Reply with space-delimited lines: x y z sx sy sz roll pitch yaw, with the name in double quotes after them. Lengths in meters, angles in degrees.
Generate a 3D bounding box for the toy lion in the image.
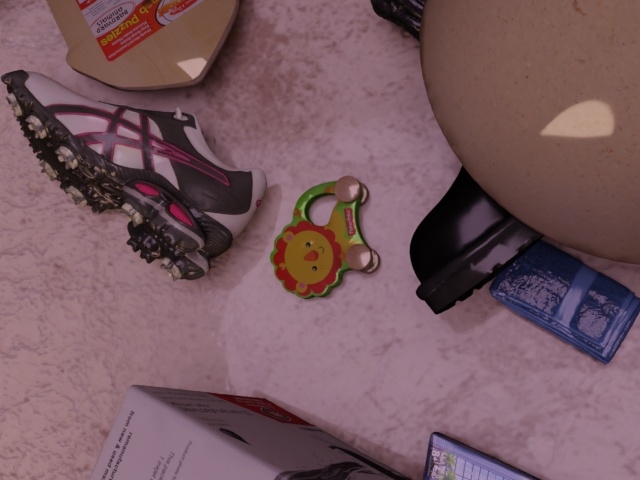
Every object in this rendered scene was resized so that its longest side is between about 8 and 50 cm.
0.000 0.000 0.971 0.096 0.034 0.100 -12 79 17 "toy lion"

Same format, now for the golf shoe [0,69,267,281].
-0.175 -0.079 0.994 0.273 0.105 0.120 38 65 16 "golf shoe"

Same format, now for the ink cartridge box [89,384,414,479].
-0.011 0.218 0.811 0.273 0.197 0.114 24 92 31 "ink cartridge box"

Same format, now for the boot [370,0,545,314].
0.127 -0.132 0.896 0.260 0.131 0.348 42 71 8 "boot"

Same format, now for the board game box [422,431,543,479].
0.170 0.270 0.881 0.194 0.060 0.194 9 83 13 "board game box"

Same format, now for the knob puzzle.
-0.153 -0.213 1.016 0.213 0.030 0.213 -6 68 16 "knob puzzle"

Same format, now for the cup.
0.252 -0.176 0.732 0.331 0.237 0.331 2 70 -6 "cup"

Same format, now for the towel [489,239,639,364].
0.208 0.047 0.922 0.119 0.029 0.067 31 87 14 "towel"
